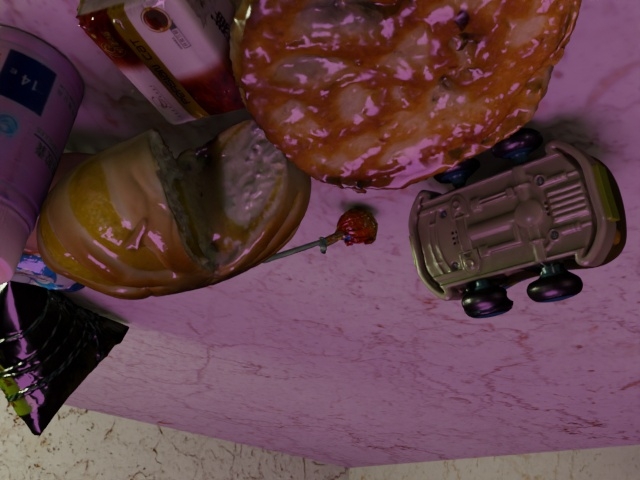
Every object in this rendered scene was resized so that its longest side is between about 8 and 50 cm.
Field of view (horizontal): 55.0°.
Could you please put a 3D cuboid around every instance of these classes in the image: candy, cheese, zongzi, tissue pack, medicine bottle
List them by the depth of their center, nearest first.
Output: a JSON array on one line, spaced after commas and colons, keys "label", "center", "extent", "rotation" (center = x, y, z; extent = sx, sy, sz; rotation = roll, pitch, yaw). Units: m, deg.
[{"label": "tissue pack", "center": [-0.136, -0.196, 0.587], "extent": [0.106, 0.099, 0.148], "rotation": [-6, 150, 23]}, {"label": "medicine bottle", "center": [-0.371, -0.092, 0.674], "extent": [0.152, 0.253, 0.152], "rotation": [5, 152, 3]}, {"label": "candy", "center": [0.000, 0.000, 0.884], "extent": [0.201, 0.060, 0.060], "rotation": [-20, 167, -32]}, {"label": "cheese", "center": [-0.461, 0.023, 1.050], "extent": [0.217, 0.129, 0.329], "rotation": [12, 159, -9]}, {"label": "zongzi", "center": [-0.614, 0.188, 1.313], "extent": [0.383, 0.319, 0.362], "rotation": [42, 142, -21]}]

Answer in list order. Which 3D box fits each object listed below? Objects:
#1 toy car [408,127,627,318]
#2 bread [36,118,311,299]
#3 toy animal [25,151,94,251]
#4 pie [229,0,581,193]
[{"label": "toy car", "center": [0.260, -0.014, 0.783], "extent": [0.248, 0.204, 0.198], "rotation": [-21, 164, 38]}, {"label": "bread", "center": [-0.161, -0.021, 0.741], "extent": [0.333, 0.160, 0.333], "rotation": [-21, 173, -3]}, {"label": "toy animal", "center": [-0.397, -0.066, 0.835], "extent": [0.250, 0.154, 0.166], "rotation": [11, 152, -7]}, {"label": "pie", "center": [0.067, -0.170, 0.559], "extent": [0.315, 0.092, 0.315], "rotation": [-4, 145, -3]}]
